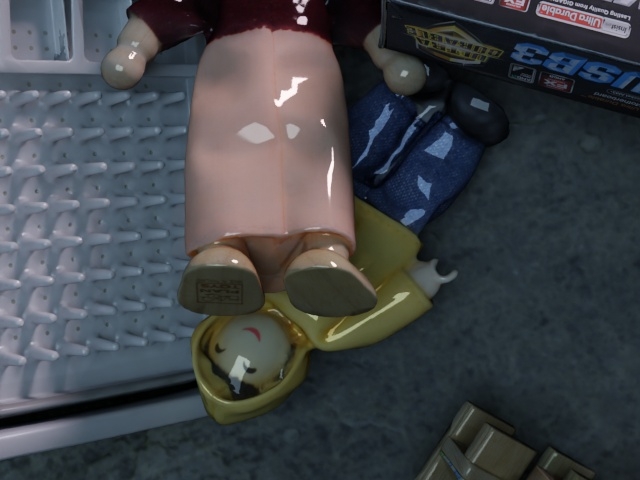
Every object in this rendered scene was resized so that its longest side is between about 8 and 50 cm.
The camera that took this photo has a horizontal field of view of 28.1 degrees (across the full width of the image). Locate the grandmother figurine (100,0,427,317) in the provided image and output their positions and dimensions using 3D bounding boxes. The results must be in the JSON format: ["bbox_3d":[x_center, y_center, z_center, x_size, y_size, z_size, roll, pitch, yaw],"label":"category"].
[{"bbox_3d":[-0.038,-0.121,0.841,0.208,0.104,0.342,5,63,-8],"label":"grandmother figurine"}]

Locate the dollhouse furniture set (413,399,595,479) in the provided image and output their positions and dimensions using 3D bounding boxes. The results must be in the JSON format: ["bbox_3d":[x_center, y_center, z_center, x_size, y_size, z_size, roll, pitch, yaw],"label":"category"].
[{"bbox_3d":[0.168,0.255,0.821,0.242,0.212,0.161,30,97,-19],"label":"dollhouse furniture set"}]

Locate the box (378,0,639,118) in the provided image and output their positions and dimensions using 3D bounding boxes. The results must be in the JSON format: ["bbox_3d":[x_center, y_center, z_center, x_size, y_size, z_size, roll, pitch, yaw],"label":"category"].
[{"bbox_3d":[0.217,-0.219,0.803,0.295,0.073,0.293,15,71,9],"label":"box"}]

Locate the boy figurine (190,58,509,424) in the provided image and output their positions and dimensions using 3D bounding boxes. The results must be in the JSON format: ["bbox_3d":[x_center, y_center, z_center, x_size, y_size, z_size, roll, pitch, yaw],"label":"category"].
[{"bbox_3d":[0.000,0.000,0.882,0.177,0.092,0.285,39,87,7],"label":"boy figurine"}]

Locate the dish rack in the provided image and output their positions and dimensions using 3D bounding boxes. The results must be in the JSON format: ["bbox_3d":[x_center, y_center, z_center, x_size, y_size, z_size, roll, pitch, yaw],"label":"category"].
[{"bbox_3d":[-0.172,-0.034,0.865,0.072,0.285,0.333,-3,92,46],"label":"dish rack"}]
